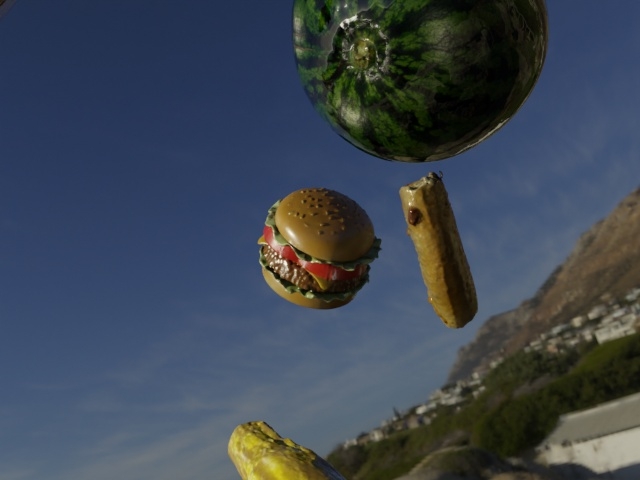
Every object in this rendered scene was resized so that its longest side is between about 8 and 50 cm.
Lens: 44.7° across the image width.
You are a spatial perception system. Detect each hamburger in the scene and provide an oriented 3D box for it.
[{"bbox_3d":[0.000,0.000,1.738,0.275,0.274,0.212,-6,-51,-28],"label":"hamburger"}]

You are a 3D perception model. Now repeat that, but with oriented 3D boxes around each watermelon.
[{"bbox_3d":[0.106,-0.227,0.866,0.285,0.285,0.285,-14,-18,-5],"label":"watermelon"}]

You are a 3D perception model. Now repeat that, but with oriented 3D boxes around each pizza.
[{"bbox_3d":[0.119,-0.014,0.841,0.063,0.161,0.182,-15,-46,13],"label":"pizza"}]

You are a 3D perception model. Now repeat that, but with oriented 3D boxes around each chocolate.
[{"bbox_3d":[-0.011,0.395,1.144,0.162,0.162,0.445,-5,21,-30],"label":"chocolate"}]

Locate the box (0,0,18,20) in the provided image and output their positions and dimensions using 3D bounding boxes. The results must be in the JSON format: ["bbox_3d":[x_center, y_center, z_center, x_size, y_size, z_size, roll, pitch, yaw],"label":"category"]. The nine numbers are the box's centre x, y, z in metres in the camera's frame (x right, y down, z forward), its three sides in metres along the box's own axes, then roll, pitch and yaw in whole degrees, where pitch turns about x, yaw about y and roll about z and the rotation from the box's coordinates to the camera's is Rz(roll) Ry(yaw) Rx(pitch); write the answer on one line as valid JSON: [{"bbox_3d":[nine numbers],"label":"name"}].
[{"bbox_3d":[-0.357,-0.274,0.780,0.156,0.111,0.060,-45,19,9],"label":"box"}]
